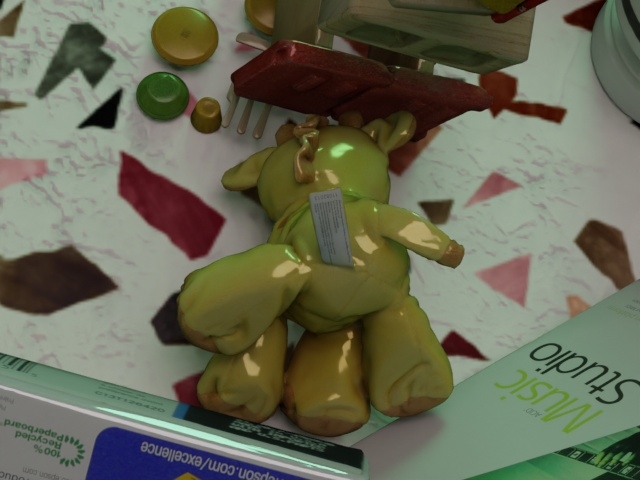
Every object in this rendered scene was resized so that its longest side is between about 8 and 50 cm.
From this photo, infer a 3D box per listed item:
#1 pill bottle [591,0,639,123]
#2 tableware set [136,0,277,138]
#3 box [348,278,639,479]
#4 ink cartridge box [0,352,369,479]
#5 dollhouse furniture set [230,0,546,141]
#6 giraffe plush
[{"bbox_3d":[0.301,-0.192,1.130,0.161,0.283,0.161,5,67,-11],"label":"pill bottle"},{"bbox_3d":[-0.067,-0.144,1.174,0.104,0.024,0.154,19,67,-1],"label":"tableware set"},{"bbox_3d":[0.155,0.140,1.004,0.322,0.232,0.058,-29,115,-21],"label":"box"},{"bbox_3d":[-0.156,0.230,0.937,0.303,0.072,0.307,16,100,-1],"label":"ink cartridge box"},{"bbox_3d":[0.084,-0.200,1.014,0.152,0.374,0.201,12,79,-21],"label":"dollhouse furniture set"},{"bbox_3d":[0.000,0.000,1.066,0.181,0.210,0.170,6,38,-7],"label":"giraffe plush"}]
